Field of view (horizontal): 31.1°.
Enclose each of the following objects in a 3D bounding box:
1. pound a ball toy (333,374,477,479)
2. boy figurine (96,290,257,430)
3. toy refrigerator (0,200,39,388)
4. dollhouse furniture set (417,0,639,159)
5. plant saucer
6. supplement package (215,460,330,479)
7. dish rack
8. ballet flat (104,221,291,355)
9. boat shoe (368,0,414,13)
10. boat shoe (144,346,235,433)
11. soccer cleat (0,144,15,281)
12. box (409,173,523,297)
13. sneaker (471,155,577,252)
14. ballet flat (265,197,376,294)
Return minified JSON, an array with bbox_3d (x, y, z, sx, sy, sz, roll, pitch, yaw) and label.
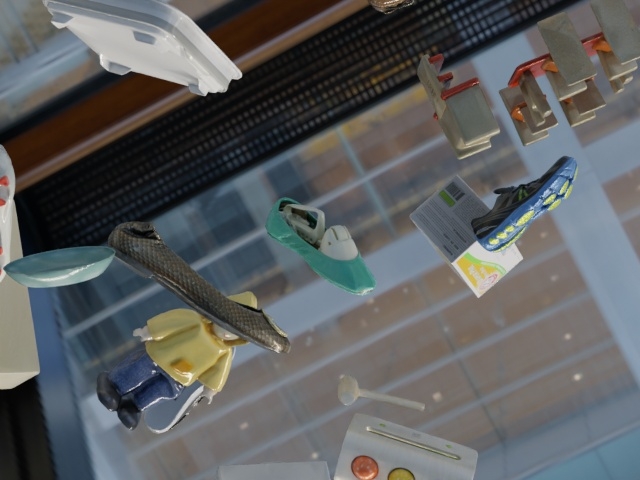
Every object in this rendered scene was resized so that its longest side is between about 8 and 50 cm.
[{"bbox_3d":[0.161,0.431,2.365,0.319,0.208,0.136,17,-158,7],"label":"pound a ball toy"},{"bbox_3d":[-0.208,0.185,1.815,0.285,0.177,0.092,-32,-156,10],"label":"boy figurine"},{"bbox_3d":[-0.490,0.076,1.661,0.102,0.270,0.094,4,156,-45],"label":"toy refrigerator"},{"bbox_3d":[0.276,-0.223,1.534,0.259,0.135,0.262,-22,170,-6],"label":"dollhouse furniture set"},{"bbox_3d":[-0.277,0.030,1.231,0.119,0.021,0.119,-7,-168,1],"label":"plant saucer"},{"bbox_3d":[-0.062,0.500,1.720,0.177,0.175,0.293,0,-136,-14],"label":"supplement package"},{"bbox_3d":[-0.331,-0.357,2.073,0.332,0.285,0.072,17,-103,29],"label":"dish rack"},{"bbox_3d":[-0.131,0.054,1.317,0.058,0.249,0.084,-59,-165,-11],"label":"ballet flat"},{"bbox_3d":[0.114,-0.400,1.739,0.110,0.104,0.307,-11,-151,11],"label":"boat shoe"},{"bbox_3d":[-0.245,0.277,2.203,0.228,0.080,0.076,-53,168,-10],"label":"boat shoe"},{"bbox_3d":[-0.385,-0.018,1.324,0.076,0.068,0.196,-107,-147,-59],"label":"soccer cleat"},{"bbox_3d":[0.240,-0.003,1.868,0.103,0.114,0.203,-42,154,2],"label":"box"},{"bbox_3d":[0.299,-0.064,1.698,0.188,0.078,0.067,-40,144,4],"label":"sneaker"},{"bbox_3d":[0.000,0.000,1.934,0.083,0.087,0.247,-19,-138,-42],"label":"ballet flat"}]
